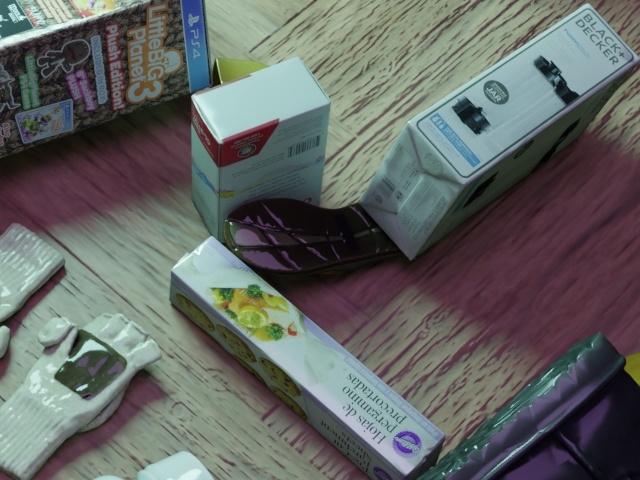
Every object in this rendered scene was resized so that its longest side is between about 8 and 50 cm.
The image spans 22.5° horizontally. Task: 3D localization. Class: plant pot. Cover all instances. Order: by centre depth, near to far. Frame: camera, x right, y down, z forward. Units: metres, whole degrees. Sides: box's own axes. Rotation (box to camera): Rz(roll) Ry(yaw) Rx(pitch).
[{"bbox_3d":[-0.075,-0.148,1.769,0.083,0.081,0.081,-4,58,-16],"label":"plant pot"}]

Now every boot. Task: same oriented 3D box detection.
[{"bbox_3d":[0.260,0.363,1.424,0.367,0.146,0.445,-40,87,-3],"label":"boot"}]

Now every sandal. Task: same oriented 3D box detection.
[{"bbox_3d":[0.000,0.000,1.697,0.219,0.060,0.090,-8,63,-28],"label":"sandal"}]

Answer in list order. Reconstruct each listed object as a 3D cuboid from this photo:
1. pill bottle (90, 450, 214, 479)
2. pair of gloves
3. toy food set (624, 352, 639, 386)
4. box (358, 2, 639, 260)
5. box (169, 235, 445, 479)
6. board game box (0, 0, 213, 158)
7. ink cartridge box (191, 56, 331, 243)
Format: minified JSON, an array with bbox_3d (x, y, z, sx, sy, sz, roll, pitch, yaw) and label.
[{"bbox_3d":[-0.215,0.306,1.410,0.283,0.161,0.161,-25,63,-21],"label":"pill bottle"},{"bbox_3d":[-0.302,0.101,1.604,0.204,0.042,0.240,-39,68,-26],"label":"pair of gloves"},{"bbox_3d":[0.305,0.187,1.605,0.218,0.071,0.128,-16,36,-18],"label":"toy food set"},{"bbox_3d":[0.190,-0.116,1.698,0.290,0.169,0.087,-35,77,-32],"label":"box"},{"bbox_3d":[-0.019,0.124,1.605,0.324,0.067,0.063,40,63,17],"label":"box"},{"bbox_3d":[-0.298,-0.238,1.735,0.291,0.141,0.232,-21,48,-18],"label":"board game box"},{"bbox_3d":[-0.065,-0.091,1.674,0.127,0.175,0.072,-22,59,-19],"label":"ink cartridge box"}]
